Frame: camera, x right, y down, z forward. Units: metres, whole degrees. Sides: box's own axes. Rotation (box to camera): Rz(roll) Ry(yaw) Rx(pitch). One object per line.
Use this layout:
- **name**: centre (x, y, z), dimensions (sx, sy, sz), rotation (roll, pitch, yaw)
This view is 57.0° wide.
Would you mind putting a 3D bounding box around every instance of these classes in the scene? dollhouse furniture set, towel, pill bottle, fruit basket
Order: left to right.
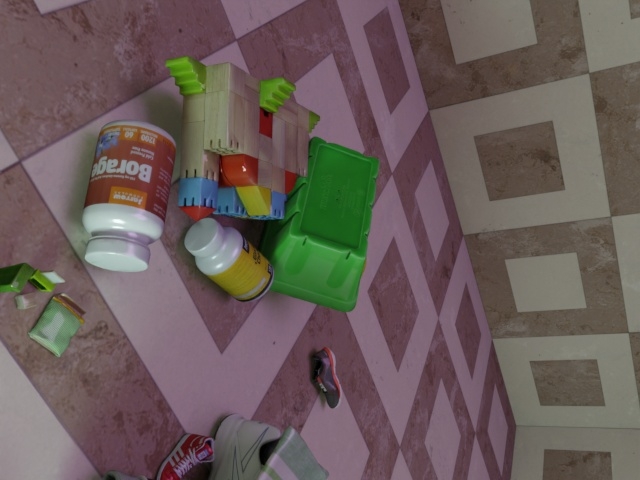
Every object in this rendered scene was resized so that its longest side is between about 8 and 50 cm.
- **dollhouse furniture set**: centre (-0.370, 0.089, 0.802), dimensions (0.151, 0.059, 0.076), rotation (57, 37, -39)
- **pill bottle**: centre (-0.298, -0.067, 0.913), dimensions (0.121, 0.121, 0.216), rotation (34, 53, -55)
- **pill bottle**: centre (-0.176, 0.037, 1.135), dimensions (0.184, 0.103, 0.103), rotation (49, 42, -47)
- **towel**: centre (-0.099, 0.511, 1.018), dimensions (0.324, 0.038, 0.248), rotation (-56, 147, -26)
- **fruit basket**: centre (0.000, 0.000, 1.392), dimensions (0.392, 0.283, 0.392), rotation (-162, -90, -81)

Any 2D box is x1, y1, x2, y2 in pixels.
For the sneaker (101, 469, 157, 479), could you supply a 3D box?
- **sneaker**: centre (-0.254, 0.399, 0.866), dimensions (0.330, 0.122, 0.146), rotation (1, 73, -59)

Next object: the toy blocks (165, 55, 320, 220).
- **toy blocks**: centre (-0.132, -0.153, 1.107), dimensions (0.381, 0.191, 0.260), rotation (10, 81, -63)

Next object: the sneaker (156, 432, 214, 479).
- **sneaker**: centre (-0.224, 0.376, 0.994), dimensions (0.042, 0.067, 0.118), rotation (67, 32, -28)

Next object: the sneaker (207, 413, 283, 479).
- **sneaker**: centre (-0.148, 0.458, 1.050), dimensions (0.111, 0.129, 0.297), rotation (58, 37, -51)

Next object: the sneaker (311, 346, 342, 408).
- **sneaker**: centre (0.006, 0.349, 1.470), dimensions (0.065, 0.061, 0.157), rotation (-14, 95, -35)
